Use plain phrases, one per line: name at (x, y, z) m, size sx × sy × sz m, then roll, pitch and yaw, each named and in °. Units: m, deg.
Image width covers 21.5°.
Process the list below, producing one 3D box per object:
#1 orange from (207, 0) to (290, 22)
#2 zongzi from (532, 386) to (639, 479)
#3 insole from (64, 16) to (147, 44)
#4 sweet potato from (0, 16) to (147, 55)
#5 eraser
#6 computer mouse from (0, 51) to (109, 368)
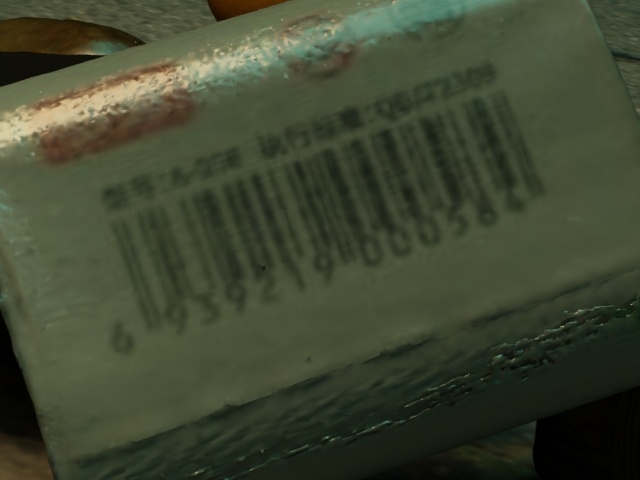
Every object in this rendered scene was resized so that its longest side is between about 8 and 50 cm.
orange at (-0.008, -0.195, 1.196) m, size 0.154 × 0.134 × 0.155 m, roll 11°, pitch 16°, yaw -3°
zongzi at (0.205, 0.065, 0.659) m, size 0.187 × 0.084 × 0.184 m, roll 24°, pitch 36°, yaw 34°
insole at (-0.064, -0.100, 1.010) m, size 0.192 × 0.010 × 0.063 m, roll 18°, pitch 2°, yaw -29°
sweet potato at (-0.145, -0.081, 0.917) m, size 0.285 × 0.085 × 0.112 m, roll 27°, pitch 16°, yaw 39°
eraser at (0.000, 0.000, 0.595) m, size 0.227 × 0.174 × 0.081 m, roll -17°, pitch -10°, yaw -9°
computer mouse at (-0.076, -0.004, 0.729) m, size 0.269 × 0.100 × 0.170 m, roll 1°, pitch 39°, yaw -16°
